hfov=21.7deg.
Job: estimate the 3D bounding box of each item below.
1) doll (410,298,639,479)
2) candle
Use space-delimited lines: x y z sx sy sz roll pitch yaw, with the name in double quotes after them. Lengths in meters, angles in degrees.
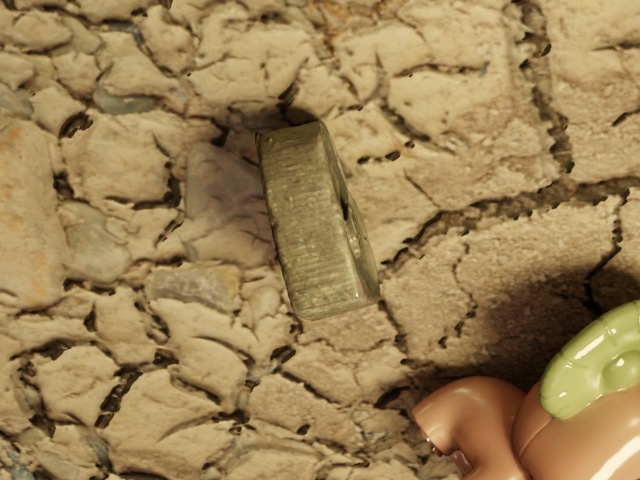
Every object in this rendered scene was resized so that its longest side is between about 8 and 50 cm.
0.252 0.172 1.579 0.268 0.216 0.284 -37 139 3 "doll"
0.000 0.000 1.441 0.068 0.168 0.192 -15 130 10 "candle"
